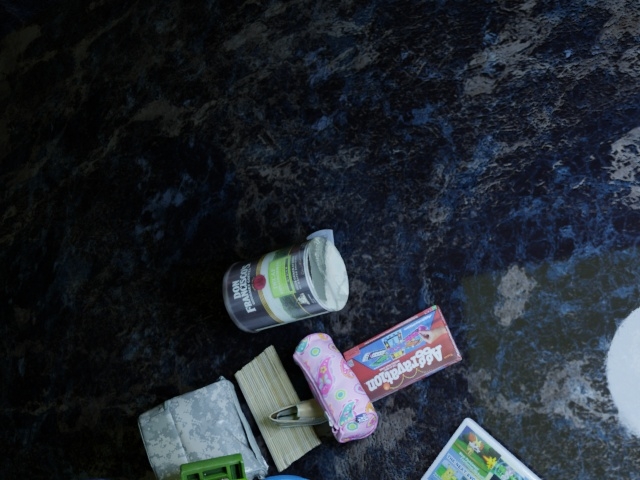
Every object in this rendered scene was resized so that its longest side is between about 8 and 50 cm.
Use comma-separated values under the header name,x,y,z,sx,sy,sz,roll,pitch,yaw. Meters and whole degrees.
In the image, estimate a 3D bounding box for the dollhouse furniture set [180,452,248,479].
name,x,y,z,sx,sy,sz,roll,pitch,yaw
dollhouse furniture set,-0.230,0.698,1.561,0.197,0.151,0.301,-131,33,-66

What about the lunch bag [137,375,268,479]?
name,x,y,z,sx,sy,sz,roll,pitch,yaw
lunch bag,-0.304,0.552,1.762,0.256,0.212,0.305,-29,64,5

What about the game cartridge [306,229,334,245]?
name,x,y,z,sx,sy,sz,roll,pitch,yaw
game cartridge,0.000,0.000,1.837,0.083,0.017,0.056,-17,71,29

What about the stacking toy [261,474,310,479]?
name,x,y,z,sx,sy,sz,roll,pitch,yaw
stacking toy,-0.088,0.752,1.613,0.166,0.175,0.301,-149,62,-77

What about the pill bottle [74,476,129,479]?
name,x,y,z,sx,sy,sz,roll,pitch,yaw
pill bottle,-0.685,0.775,1.909,0.152,0.272,0.152,-10,72,31

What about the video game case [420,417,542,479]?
name,x,y,z,sx,sy,sz,roll,pitch,yaw
video game case,0.357,0.608,1.415,0.329,0.036,0.300,39,99,36

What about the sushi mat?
name,x,y,z,sx,sy,sz,roll,pitch,yaw
sushi mat,-0.123,0.453,1.787,0.151,0.019,0.316,-42,58,18

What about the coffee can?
name,x,y,z,sx,sy,sz,roll,pitch,yaw
coffee can,-0.092,0.120,1.749,0.275,0.201,0.201,-18,67,28

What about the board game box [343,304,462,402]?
name,x,y,z,sx,sy,sz,roll,pitch,yaw
board game box,0.196,0.286,1.618,0.281,0.027,0.145,-32,62,22

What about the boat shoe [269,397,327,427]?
name,x,y,z,sx,sy,sz,roll,pitch,yaw
boat shoe,-0.041,0.442,1.686,0.190,0.072,0.068,-21,61,13

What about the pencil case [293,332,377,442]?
name,x,y,z,sx,sy,sz,roll,pitch,yaw
pencil case,0.032,0.364,1.627,0.124,0.124,0.284,-46,48,14
